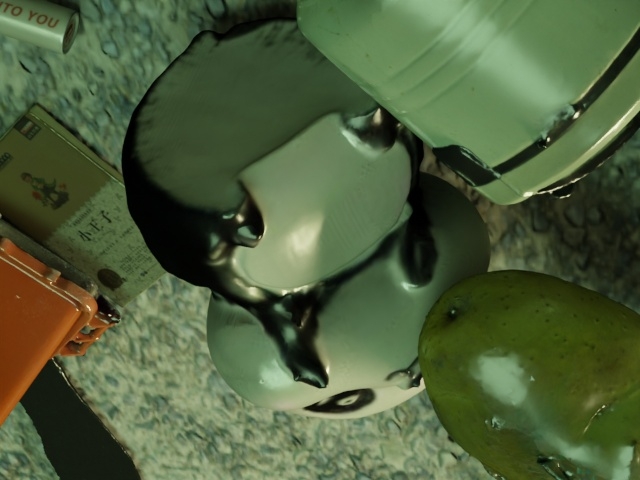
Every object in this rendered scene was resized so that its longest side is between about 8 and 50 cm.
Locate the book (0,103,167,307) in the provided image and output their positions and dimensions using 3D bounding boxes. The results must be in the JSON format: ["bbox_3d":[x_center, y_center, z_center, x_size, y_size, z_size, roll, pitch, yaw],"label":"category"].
[{"bbox_3d":[-0.220,-0.027,1.321,0.199,0.016,0.138,39,133,-17],"label":"book"}]

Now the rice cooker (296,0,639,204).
[{"bbox_3d":[0.122,-0.157,0.940,0.244,0.226,0.226,37,133,-12],"label":"rice cooker"}]

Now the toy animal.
[{"bbox_3d":[0.000,0.000,1.125,0.251,0.251,0.310,-2,136,22],"label":"toy animal"}]

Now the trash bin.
[{"bbox_3d":[-0.318,0.115,1.324,0.184,0.238,0.161,33,145,-13],"label":"trash bin"}]

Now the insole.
[{"bbox_3d":[-0.272,0.204,1.558,0.110,0.012,0.309,-8,128,27],"label":"insole"}]

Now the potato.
[{"bbox_3d":[0.179,0.118,1.056,0.248,0.143,0.169,37,114,-21],"label":"potato"}]

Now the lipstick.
[{"bbox_3d":[-0.264,-0.189,1.171,0.131,0.038,0.038,18,135,3],"label":"lipstick"}]
